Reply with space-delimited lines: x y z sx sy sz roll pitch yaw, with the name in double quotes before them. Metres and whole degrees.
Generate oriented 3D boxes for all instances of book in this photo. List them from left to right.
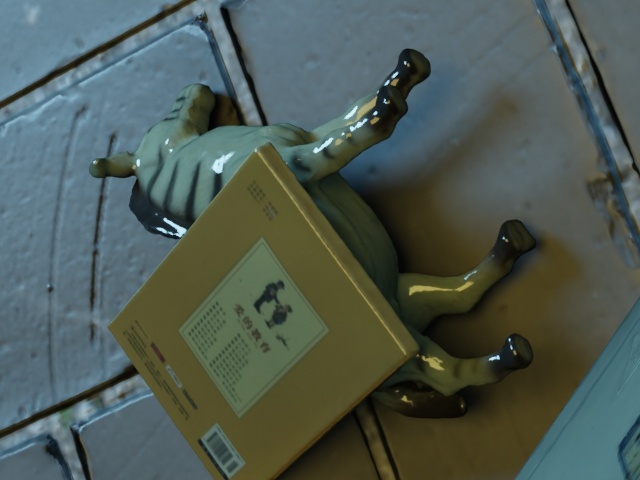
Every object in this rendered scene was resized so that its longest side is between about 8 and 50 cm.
"book" -0.033 0.046 0.861 0.118 0.012 0.172 54 137 9

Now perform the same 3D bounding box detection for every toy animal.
"toy animal" -0.003 0.000 0.868 0.176 0.073 0.217 -35 80 31

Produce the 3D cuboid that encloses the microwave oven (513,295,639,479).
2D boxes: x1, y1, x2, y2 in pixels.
"microwave oven" 0.148 0.209 0.668 0.218 0.286 0.355 32 101 -3
